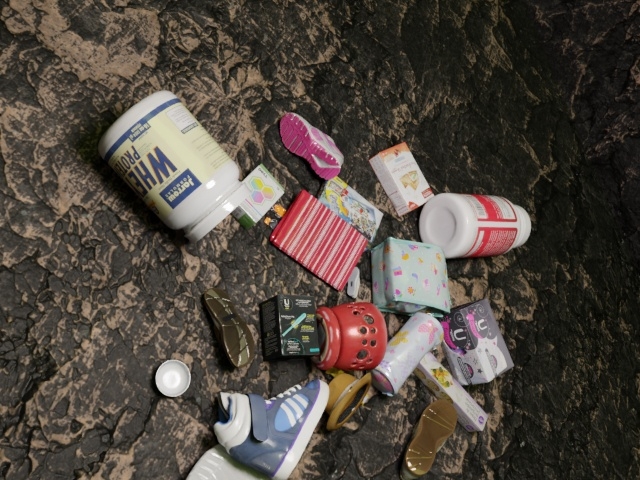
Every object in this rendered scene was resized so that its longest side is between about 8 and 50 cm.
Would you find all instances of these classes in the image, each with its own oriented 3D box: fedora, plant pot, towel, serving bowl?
[{"bbox_3d":[0.060,0.422,1.494,0.079,0.194,0.194,32,45,25],"label":"fedora"},{"bbox_3d":[0.062,0.264,1.518,0.174,0.191,0.191,5,69,-27],"label":"plant pot"},{"bbox_3d":[0.000,0.000,1.651,0.275,0.031,0.199,37,68,-19],"label":"towel"},{"bbox_3d":[-0.349,0.324,1.288,0.083,0.027,0.083,15,62,-31],"label":"serving bowl"}]

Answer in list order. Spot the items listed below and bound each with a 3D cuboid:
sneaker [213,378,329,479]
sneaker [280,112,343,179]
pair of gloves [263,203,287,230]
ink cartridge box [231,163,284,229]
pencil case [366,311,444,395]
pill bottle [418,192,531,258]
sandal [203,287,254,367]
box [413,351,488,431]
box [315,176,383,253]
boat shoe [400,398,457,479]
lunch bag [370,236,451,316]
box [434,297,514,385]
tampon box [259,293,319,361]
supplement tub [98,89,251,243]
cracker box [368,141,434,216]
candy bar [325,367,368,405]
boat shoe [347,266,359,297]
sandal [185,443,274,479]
[{"bbox_3d":[-0.127,0.407,1.354,0.236,0.130,0.323,34,33,0],"label":"sneaker"},{"bbox_3d":[-0.025,-0.305,1.750,0.252,0.103,0.111,48,30,-2],"label":"sneaker"},{"bbox_3d":[-0.125,-0.064,1.626,0.074,0.010,0.083,35,55,-20],"label":"pair of gloves"},{"bbox_3d":[-0.179,-0.139,1.583,0.109,0.062,0.209,47,51,-10],"label":"ink cartridge box"},{"bbox_3d":[0.256,0.337,1.651,0.273,0.113,0.124,-39,117,-30],"label":"pencil case"},{"bbox_3d":[0.571,-0.052,1.994,0.408,0.229,0.229,0,72,-37],"label":"pill bottle"},{"bbox_3d":[-0.240,0.224,1.396,0.090,0.060,0.219,-17,68,-46],"label":"sandal"},{"bbox_3d":[0.407,0.481,1.759,0.324,0.067,0.063,48,52,-12],"label":"box"},{"bbox_3d":[0.085,-0.088,1.769,0.233,0.044,0.159,37,54,-19],"label":"box"},{"bbox_3d":[0.316,0.590,1.645,0.104,0.089,0.285,38,46,15],"label":"boat shoe"},{"bbox_3d":[0.301,0.125,1.769,0.262,0.160,0.223,11,64,-27],"label":"lunch bag"},{"bbox_3d":[0.508,0.340,1.842,0.163,0.142,0.247,-14,80,-40],"label":"box"},{"bbox_3d":[-0.084,0.235,1.472,0.120,0.101,0.161,8,66,-35],"label":"tampon box"},{"bbox_3d":[-0.350,-0.176,1.357,0.325,0.235,0.235,48,51,-10],"label":"supplement tub"},{"bbox_3d":[0.291,-0.220,1.962,0.156,0.067,0.232,-29,90,-40],"label":"cracker box"},{"bbox_3d":[0.079,0.411,1.575,0.161,0.018,0.040,46,55,-13],"label":"candy bar"},{"bbox_3d":[0.106,0.132,1.705,0.035,0.035,0.100,47,41,-47],"label":"boat shoe"},{"bbox_3d":[-0.252,0.586,1.204,0.169,0.102,0.416,43,32,9],"label":"sandal"}]
